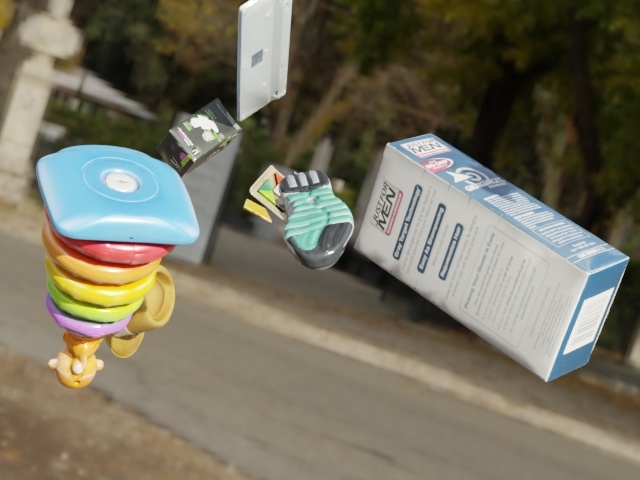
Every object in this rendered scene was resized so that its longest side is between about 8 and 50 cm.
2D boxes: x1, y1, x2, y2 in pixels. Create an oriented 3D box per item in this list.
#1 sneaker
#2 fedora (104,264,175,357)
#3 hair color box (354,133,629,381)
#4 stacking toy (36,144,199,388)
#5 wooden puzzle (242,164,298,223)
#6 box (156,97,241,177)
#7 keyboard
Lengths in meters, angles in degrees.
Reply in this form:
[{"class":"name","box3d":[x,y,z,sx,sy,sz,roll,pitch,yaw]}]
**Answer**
[{"class":"sneaker","box3d":[0.000,0.000,1.957,0.083,0.098,0.224,-9,26,0]},{"class":"fedora","box3d":[-0.267,0.083,2.451,0.079,0.194,0.194,-3,-4,15]},{"class":"hair color box","box3d":[0.220,0.016,2.184,0.347,0.174,0.105,35,33,30]},{"class":"stacking toy","box3d":[-0.263,0.053,1.942,0.175,0.302,0.166,3,35,-22]},{"class":"wooden puzzle","box3d":[-0.061,-0.068,2.415,0.078,0.116,0.014,37,-41,-8]},{"class":"box","box3d":[-0.152,-0.126,2.054,0.052,0.083,0.062,52,-31,2]},{"class":"keyboard","box3d":[-0.067,-0.218,1.924,0.014,0.072,0.256,54,-17,19]}]
